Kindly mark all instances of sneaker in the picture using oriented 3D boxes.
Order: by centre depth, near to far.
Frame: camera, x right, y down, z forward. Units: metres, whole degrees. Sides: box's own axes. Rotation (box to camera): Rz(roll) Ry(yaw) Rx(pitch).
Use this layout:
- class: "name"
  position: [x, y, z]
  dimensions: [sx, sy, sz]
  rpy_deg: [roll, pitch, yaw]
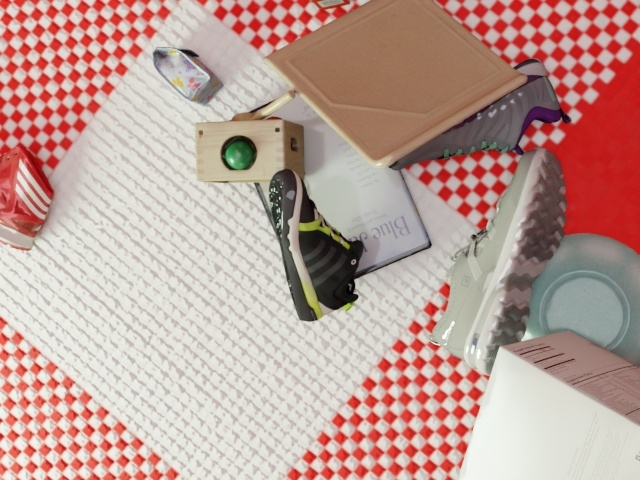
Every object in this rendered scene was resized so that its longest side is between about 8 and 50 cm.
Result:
- class: "sneaker"
  position: [0.000, 0.000, 1.316]
  dimensions: [0.097, 0.234, 0.084]
  rpy_deg: [-15, 45, -5]
- class: "sneaker"
  position: [0.206, 0.014, 1.321]
  dimensions: [0.115, 0.105, 0.281]
  rpy_deg: [17, 81, 39]
- class: "sneaker"
  position: [0.190, -0.127, 1.333]
  dimensions: [0.224, 0.083, 0.098]
  rpy_deg: [-31, 92, 8]
- class: "sneaker"
  position: [-0.456, -0.088, 1.469]
  dimensions: [0.221, 0.087, 0.128]
  rpy_deg: [29, 88, -3]

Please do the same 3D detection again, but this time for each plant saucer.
- class: "plant saucer"
  position: [0.320, 0.089, 1.337]
  dimensions: [0.195, 0.037, 0.195]
  rpy_deg: [0, 92, 10]

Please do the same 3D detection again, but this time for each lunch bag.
- class: "lunch bag"
  position: [-0.172, -0.216, 1.405]
  dimensions: [0.083, 0.071, 0.053]
  rpy_deg: [41, 96, 8]

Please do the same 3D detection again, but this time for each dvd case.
- class: "dvd case"
  position: [0.011, -0.073, 1.399]
  dimensions: [0.180, 0.022, 0.253]
  rpy_deg: [-23, 87, 10]

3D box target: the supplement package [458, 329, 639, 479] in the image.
- class: "supplement package"
  position: [0.294, 0.236, 1.230]
  dimensions: [0.203, 0.149, 0.194]
  rpy_deg: [30, 115, 39]

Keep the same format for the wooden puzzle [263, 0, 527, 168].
- class: "wooden puzzle"
  position: [0.085, -0.194, 1.289]
  dimensions: [0.221, 0.044, 0.239]
  rpy_deg: [-32, 55, -20]

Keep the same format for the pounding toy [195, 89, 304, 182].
- class: "pounding toy"
  position: [-0.078, -0.122, 1.332]
  dimensions: [0.130, 0.141, 0.100]
  rpy_deg: [-1, 91, 11]

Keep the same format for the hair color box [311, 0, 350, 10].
- class: "hair color box"
  position: [0.000, -0.365, 1.368]
  dimensions: [0.043, 0.072, 0.141]
  rpy_deg: [-10, 89, 11]
